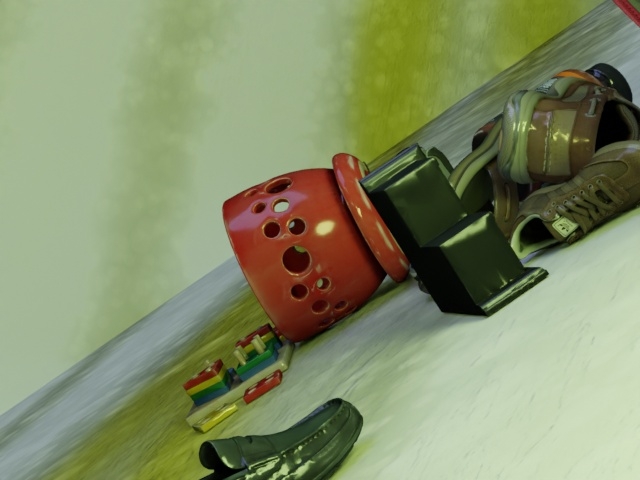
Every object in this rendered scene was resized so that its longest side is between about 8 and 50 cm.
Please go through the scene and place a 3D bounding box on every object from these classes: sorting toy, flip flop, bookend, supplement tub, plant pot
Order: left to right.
[{"bbox_3d":[-0.100,0.151,2.033,0.132,0.046,0.274,-32,6,7],"label":"sorting toy"},{"bbox_3d":[0.000,0.000,2.069,0.174,0.191,0.191,-28,6,10],"label":"plant pot"},{"bbox_3d":[0.122,-0.013,1.657,0.072,0.157,0.156,-34,5,-10],"label":"bookend"},{"bbox_3d":[0.183,-0.040,1.904,0.277,0.080,0.112,-48,-20,-45],"label":"flip flop"},{"bbox_3d":[0.282,-0.135,2.100,0.198,0.106,0.106,-34,6,-24],"label":"supplement tub"}]

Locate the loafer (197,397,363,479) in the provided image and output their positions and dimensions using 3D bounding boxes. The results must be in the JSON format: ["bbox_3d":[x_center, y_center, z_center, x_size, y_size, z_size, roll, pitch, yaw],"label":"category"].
[{"bbox_3d":[-0.060,0.183,1.361,0.223,0.078,0.076,-35,7,-26],"label":"loafer"}]

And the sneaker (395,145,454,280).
[{"bbox_3d":[0.120,-0.040,2.026,0.086,0.132,0.228,-31,6,18],"label":"sneaker"}]

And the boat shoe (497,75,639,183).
[{"bbox_3d":[0.291,-0.110,1.907,0.116,0.123,0.324,7,14,23],"label":"boat shoe"}]

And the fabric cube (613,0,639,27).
[{"bbox_3d":[0.414,-0.263,1.420,0.258,0.254,0.259,-51,11,-16],"label":"fabric cube"}]

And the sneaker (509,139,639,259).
[{"bbox_3d":[0.250,-0.029,1.660,0.188,0.066,0.071,-34,19,52],"label":"sneaker"}]
